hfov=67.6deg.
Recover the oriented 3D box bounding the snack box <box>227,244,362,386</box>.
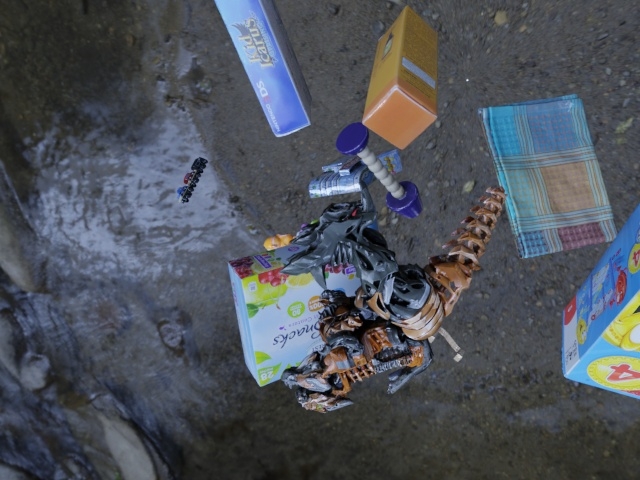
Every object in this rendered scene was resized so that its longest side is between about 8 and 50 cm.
[{"bbox_3d":[-0.015,0.091,0.693,0.207,0.070,0.174,-15,115,-22],"label":"snack box"}]

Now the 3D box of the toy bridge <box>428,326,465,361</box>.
[{"bbox_3d":[0.317,0.259,1.336,0.188,0.063,0.026,34,129,15],"label":"toy bridge"}]

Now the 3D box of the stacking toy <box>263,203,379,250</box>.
[{"bbox_3d":[0.000,0.000,1.233,0.302,0.175,0.165,-7,98,8],"label":"stacking toy"}]

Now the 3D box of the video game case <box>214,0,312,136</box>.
[{"bbox_3d":[-0.089,-0.316,0.734,0.061,0.244,0.269,-20,113,9],"label":"video game case"}]

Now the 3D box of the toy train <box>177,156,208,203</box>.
[{"bbox_3d":[-0.320,-0.152,1.185,0.036,0.158,0.027,25,139,-15],"label":"toy train"}]

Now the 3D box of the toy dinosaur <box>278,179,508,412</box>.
[{"bbox_3d":[0.072,0.055,0.561,0.218,0.164,0.322,46,77,-8],"label":"toy dinosaur"}]

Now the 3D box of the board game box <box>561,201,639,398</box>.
[{"bbox_3d":[0.398,0.046,0.361,0.309,0.086,0.301,14,141,13],"label":"board game box"}]

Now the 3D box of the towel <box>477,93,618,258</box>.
[{"bbox_3d":[0.537,-0.158,1.115,0.272,0.040,0.369,-10,81,-11],"label":"towel"}]

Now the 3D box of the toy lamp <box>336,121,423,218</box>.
[{"bbox_3d":[0.135,-0.132,0.998,0.080,0.080,0.275,-30,138,23],"label":"toy lamp"}]

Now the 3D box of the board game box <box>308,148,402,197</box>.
[{"bbox_3d":[0.094,-0.174,1.200,0.194,0.194,0.060,-6,111,33],"label":"board game box"}]

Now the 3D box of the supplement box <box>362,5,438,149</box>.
[{"bbox_3d":[0.122,-0.244,0.700,0.080,0.233,0.078,27,139,-20],"label":"supplement box"}]
